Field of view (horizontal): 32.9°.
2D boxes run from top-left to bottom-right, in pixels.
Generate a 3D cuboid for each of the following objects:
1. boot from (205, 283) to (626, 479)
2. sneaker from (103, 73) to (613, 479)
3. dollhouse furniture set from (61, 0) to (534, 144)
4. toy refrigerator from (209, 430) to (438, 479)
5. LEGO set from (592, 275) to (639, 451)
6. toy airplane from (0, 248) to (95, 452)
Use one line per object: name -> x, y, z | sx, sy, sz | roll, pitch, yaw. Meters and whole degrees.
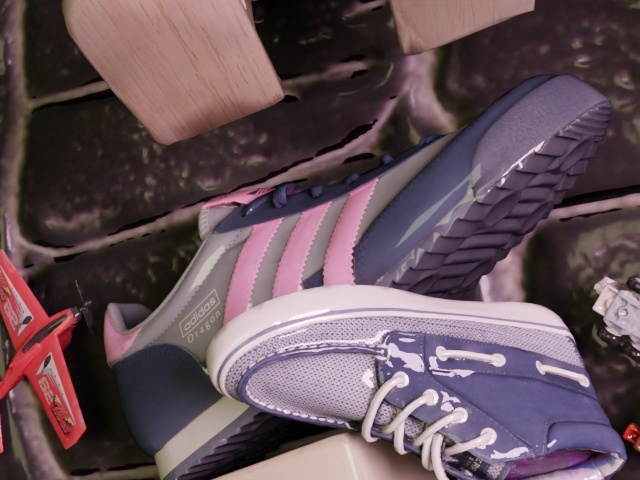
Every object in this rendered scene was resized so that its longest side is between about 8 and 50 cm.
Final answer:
boot -> 0.047, 0.072, 0.491 | 0.086, 0.190, 0.069 | -112, 30, -44
sneaker -> 0.000, 0.000, 0.577 | 0.319, 0.112, 0.131 | -41, 68, 16
dollhouse furniture set -> 0.019, -0.304, 0.465 | 0.394, 0.256, 0.362 | -19, 70, 4
toy refrigerator -> -0.065, 0.188, 0.587 | 0.269, 0.102, 0.094 | -24, 71, 23
LEGO set -> 0.228, 0.084, 0.485 | 0.182, 0.060, 0.244 | -14, 87, 27
toy airplane -> -0.200, 0.087, 0.720 | 0.151, 0.028, 0.151 | -6, 78, 29
